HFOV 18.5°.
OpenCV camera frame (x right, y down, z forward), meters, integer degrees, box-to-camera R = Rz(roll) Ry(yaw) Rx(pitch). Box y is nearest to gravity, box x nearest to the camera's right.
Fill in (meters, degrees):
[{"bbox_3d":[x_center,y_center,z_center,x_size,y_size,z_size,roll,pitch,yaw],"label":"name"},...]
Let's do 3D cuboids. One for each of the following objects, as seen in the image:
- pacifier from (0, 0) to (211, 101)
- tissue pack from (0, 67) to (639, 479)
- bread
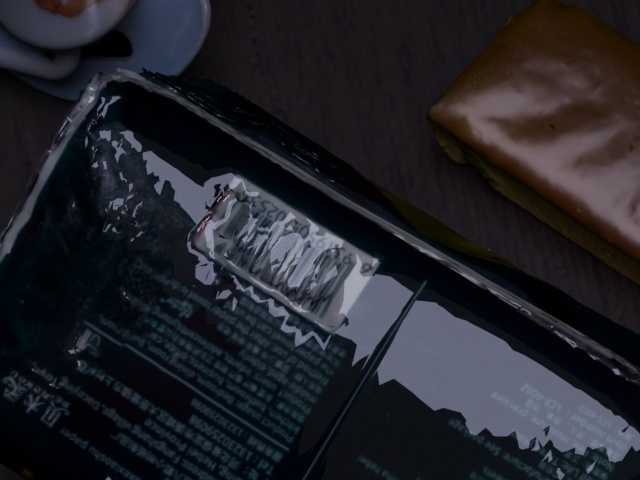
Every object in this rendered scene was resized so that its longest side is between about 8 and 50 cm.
[{"bbox_3d":[-0.177,-0.243,1.417,0.227,0.279,0.207,8,33,17],"label":"pacifier"},{"bbox_3d":[0.007,0.099,1.222,0.416,0.253,0.264,30,96,12],"label":"tissue pack"},{"bbox_3d":[0.258,-0.029,1.386,0.361,0.077,0.138,35,74,12],"label":"bread"}]
